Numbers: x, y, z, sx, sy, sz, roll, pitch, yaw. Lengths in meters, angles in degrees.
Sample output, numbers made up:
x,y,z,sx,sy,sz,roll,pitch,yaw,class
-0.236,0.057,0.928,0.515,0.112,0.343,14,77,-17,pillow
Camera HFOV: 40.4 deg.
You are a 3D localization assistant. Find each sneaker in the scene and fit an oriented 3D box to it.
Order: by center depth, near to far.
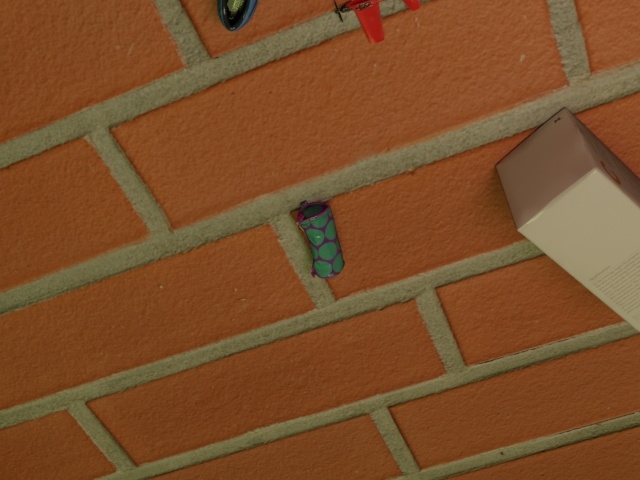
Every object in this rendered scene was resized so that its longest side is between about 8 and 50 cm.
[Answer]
x,y,z,sx,sy,sz,roll,pitch,yaw,class
-0.116,-0.421,1.335,0.069,0.082,0.209,11,123,-7,sneaker

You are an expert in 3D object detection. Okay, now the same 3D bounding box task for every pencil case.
x,y,z,sx,sy,sz,roll,pitch,yaw,class
0.000,0.000,1.650,0.070,0.064,0.151,-21,125,-6,pencil case

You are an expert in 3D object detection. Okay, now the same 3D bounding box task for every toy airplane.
x,y,z,sx,sy,sz,roll,pitch,yaw,class
0.095,-0.386,1.396,0.151,0.028,0.151,0,125,0,toy airplane

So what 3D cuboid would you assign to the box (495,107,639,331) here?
x,y,z,sx,sy,sz,roll,pitch,yaw,class
0.501,-0.034,1.544,0.345,0.215,0.168,37,118,-23,box
